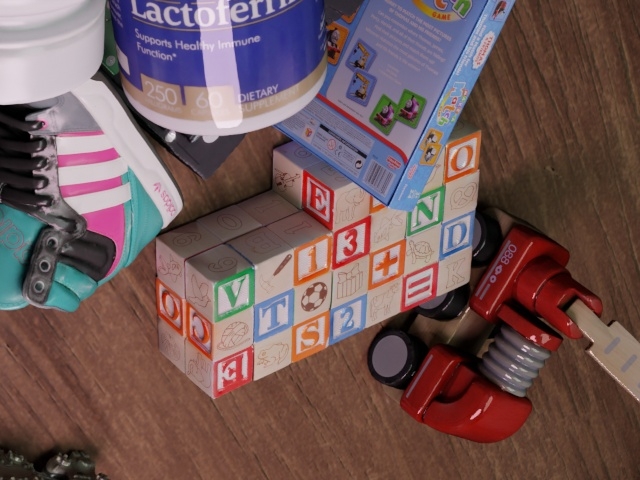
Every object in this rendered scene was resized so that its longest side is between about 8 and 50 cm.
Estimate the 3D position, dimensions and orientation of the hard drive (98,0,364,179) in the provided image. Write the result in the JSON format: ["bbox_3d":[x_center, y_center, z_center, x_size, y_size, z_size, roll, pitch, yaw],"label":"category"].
[{"bbox_3d":[-0.109,-0.223,1.435,0.237,0.064,0.339,-50,141,-4],"label":"hard drive"}]

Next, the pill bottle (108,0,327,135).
[{"bbox_3d":[-0.077,-0.217,1.303,0.153,0.153,0.264,-29,134,-27],"label":"pill bottle"}]

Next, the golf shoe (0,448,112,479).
[{"bbox_3d":[-0.259,0.226,1.622,0.176,0.069,0.086,15,113,-47],"label":"golf shoe"}]

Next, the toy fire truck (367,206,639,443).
[{"bbox_3d":[0.208,0.117,1.848,0.158,0.246,0.217,23,101,-49],"label":"toy fire truck"}]

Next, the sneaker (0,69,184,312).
[{"bbox_3d":[-0.229,-0.044,1.414,0.178,0.124,0.295,-53,143,-15],"label":"sneaker"}]

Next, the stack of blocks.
[{"bbox_3d":[0.000,0.000,1.686,0.297,0.087,0.171,-24,132,-30],"label":"stack of blocks"}]

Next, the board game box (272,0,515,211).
[{"bbox_3d":[0.060,-0.154,1.574,0.039,0.160,0.211,8,112,-48],"label":"board game box"}]

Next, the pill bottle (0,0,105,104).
[{"bbox_3d":[-0.197,-0.238,1.165,0.161,0.161,0.283,-20,131,-33],"label":"pill bottle"}]
